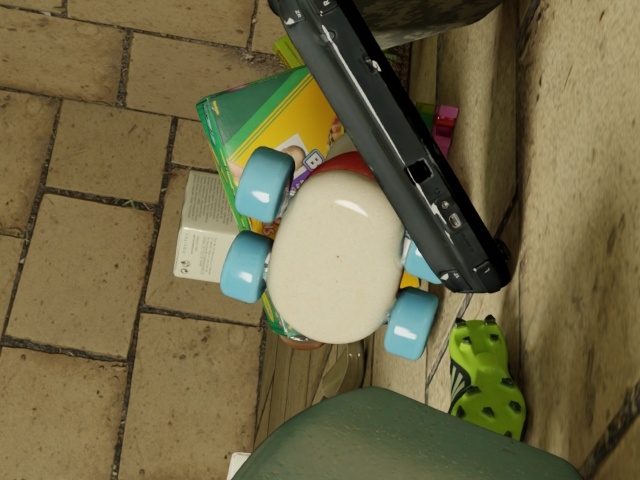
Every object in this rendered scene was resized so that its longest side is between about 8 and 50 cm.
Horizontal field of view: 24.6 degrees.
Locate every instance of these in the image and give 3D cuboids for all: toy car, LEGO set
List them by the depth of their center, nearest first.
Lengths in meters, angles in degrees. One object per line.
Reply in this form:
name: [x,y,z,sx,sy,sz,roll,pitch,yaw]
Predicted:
toy car: [0.044,-0.032,1.531,0.238,0.219,0.210,-61,-12,-50]
LEGO set: [0.091,-0.116,1.690,0.227,0.087,0.093,-119,39,-83]

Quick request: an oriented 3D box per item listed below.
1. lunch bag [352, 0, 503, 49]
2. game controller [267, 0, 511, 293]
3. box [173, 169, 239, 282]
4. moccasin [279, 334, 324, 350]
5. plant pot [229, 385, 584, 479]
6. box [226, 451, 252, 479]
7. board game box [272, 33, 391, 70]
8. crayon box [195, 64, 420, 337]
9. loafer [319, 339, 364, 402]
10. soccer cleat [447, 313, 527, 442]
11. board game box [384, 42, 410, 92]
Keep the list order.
lunch bag: [0.061,-0.324,1.324,0.305,0.213,0.256,138,117,-82]
game controller: [0.055,-0.096,1.223,0.319,0.067,0.166,58,-177,-16]
box: [-0.037,-0.002,1.813,0.113,0.275,0.094,-85,7,-46]
moccasin: [-0.003,0.000,2.195,0.147,0.139,0.380,97,177,-56]
plant pot: [0.043,0.236,0.873,0.252,0.248,0.247,-60,-12,-48]
box: [-0.032,0.334,1.658,0.232,0.127,0.148,66,-148,-71]
board game box: [0.038,-0.269,1.928,0.092,0.181,0.043,54,172,0]
crayon box: [-0.014,-0.050,1.641,0.081,0.165,0.278,-179,69,-76]
loafer: [0.027,0.192,1.991,0.056,0.050,0.148,-91,12,-61]
soccer cleat: [0.126,0.129,1.125,0.179,0.060,0.072,-85,-9,-58]
board game box: [0.031,-0.153,2.068,0.232,0.141,0.291,107,171,-55]
